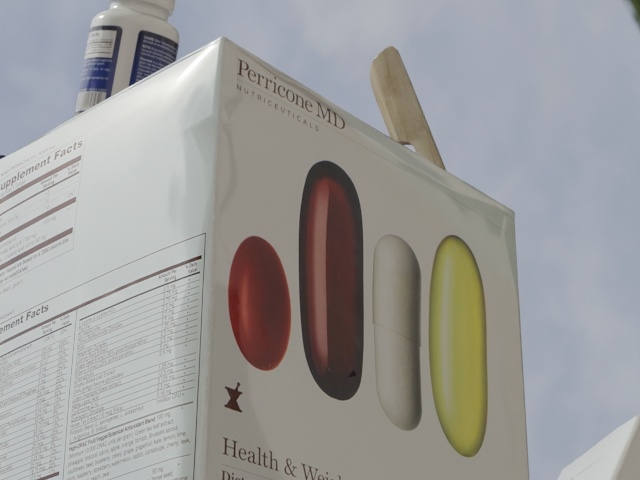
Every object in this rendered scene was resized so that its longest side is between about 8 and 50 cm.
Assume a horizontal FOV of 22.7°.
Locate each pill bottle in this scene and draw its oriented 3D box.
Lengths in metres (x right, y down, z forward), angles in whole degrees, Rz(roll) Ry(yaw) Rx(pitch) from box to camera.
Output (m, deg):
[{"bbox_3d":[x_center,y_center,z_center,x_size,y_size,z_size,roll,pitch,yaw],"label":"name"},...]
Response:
[{"bbox_3d":[-0.140,-0.129,1.168,0.067,0.067,0.120,16,-100,-44],"label":"pill bottle"}]

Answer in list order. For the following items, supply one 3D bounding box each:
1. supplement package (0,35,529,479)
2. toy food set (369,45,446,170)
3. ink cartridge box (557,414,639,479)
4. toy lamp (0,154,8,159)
[{"bbox_3d":[-0.027,0.064,0.666,0.194,0.149,0.203,26,-127,-41],"label":"supplement package"},{"bbox_3d":[0.000,0.000,0.974,0.071,0.218,0.128,26,-149,-55],"label":"toy food set"},{"bbox_3d":[0.251,0.309,1.225,0.211,0.121,0.289,37,-134,-2],"label":"ink cartridge box"},{"bbox_3d":[-0.265,-0.095,1.195,0.080,0.080,0.274,-73,-16,-45],"label":"toy lamp"}]
